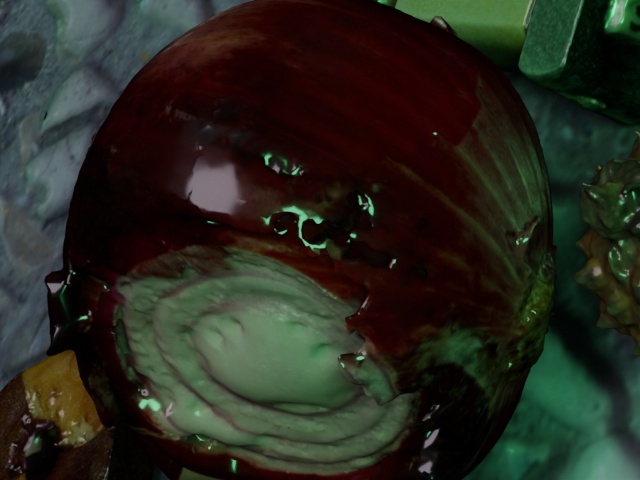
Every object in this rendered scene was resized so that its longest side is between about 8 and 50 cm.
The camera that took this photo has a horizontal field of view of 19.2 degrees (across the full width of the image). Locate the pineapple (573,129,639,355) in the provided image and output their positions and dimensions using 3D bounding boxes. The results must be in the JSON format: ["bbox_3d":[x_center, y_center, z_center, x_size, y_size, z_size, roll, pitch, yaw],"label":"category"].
[{"bbox_3d":[0.222,0.002,1.075,0.166,0.193,0.166,-36,45,46],"label":"pineapple"}]

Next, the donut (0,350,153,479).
[{"bbox_3d":[-0.199,0.179,1.474,0.166,0.073,0.184,-41,44,20],"label":"donut"}]

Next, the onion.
[{"bbox_3d":[0.006,-0.001,1.201,0.341,0.341,0.341,-23,52,33],"label":"onion"}]

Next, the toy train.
[{"bbox_3d":[0.134,-0.225,1.341,0.397,0.160,0.253,14,83,48],"label":"toy train"}]
